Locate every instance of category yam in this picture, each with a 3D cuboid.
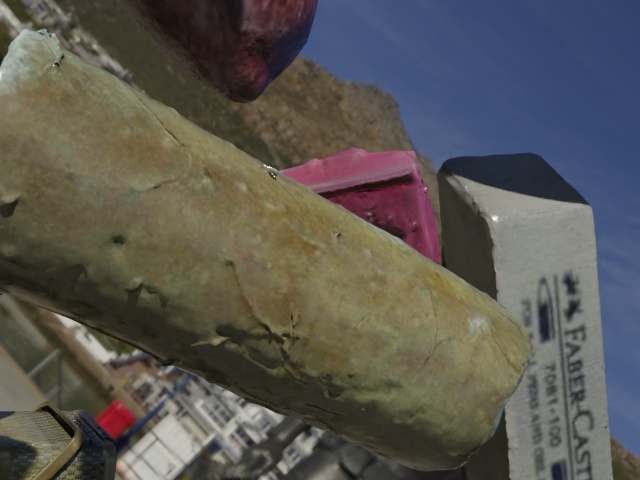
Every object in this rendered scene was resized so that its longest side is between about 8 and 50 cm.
[{"bbox_3d":[-0.028,0.016,0.368,0.259,0.093,0.093,29,-5,-25],"label":"yam"}]

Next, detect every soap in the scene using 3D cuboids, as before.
[{"bbox_3d":[0.000,0.000,1.284,0.127,0.325,0.220,-74,152,-62],"label":"soap"}]

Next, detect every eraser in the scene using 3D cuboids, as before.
[{"bbox_3d":[0.175,0.101,0.774,0.077,0.111,0.352,1,-82,65],"label":"eraser"}]

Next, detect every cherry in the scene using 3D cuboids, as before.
[{"bbox_3d":[-0.104,-0.267,0.862,0.230,0.203,0.300,81,-13,-80],"label":"cherry"}]

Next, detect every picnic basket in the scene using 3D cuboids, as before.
[{"bbox_3d":[-0.325,0.317,1.017,0.139,0.267,0.165,7,3,-30],"label":"picnic basket"}]

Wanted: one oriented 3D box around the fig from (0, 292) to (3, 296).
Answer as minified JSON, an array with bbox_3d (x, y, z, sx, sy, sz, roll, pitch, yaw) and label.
[{"bbox_3d":[-0.399,-0.010,0.871,0.214,0.235,0.235,54,-8,34],"label":"fig"}]
